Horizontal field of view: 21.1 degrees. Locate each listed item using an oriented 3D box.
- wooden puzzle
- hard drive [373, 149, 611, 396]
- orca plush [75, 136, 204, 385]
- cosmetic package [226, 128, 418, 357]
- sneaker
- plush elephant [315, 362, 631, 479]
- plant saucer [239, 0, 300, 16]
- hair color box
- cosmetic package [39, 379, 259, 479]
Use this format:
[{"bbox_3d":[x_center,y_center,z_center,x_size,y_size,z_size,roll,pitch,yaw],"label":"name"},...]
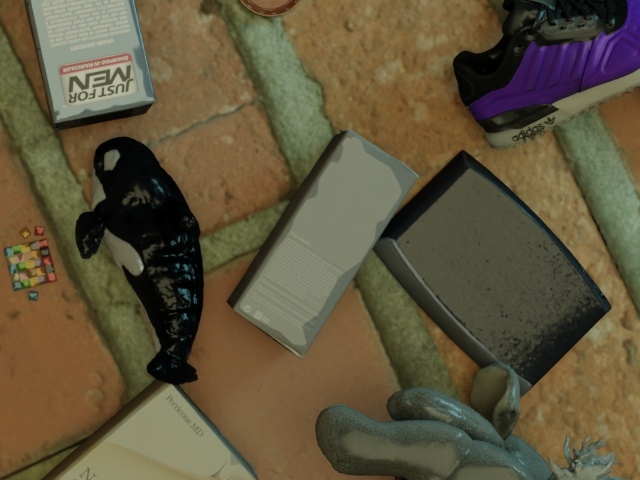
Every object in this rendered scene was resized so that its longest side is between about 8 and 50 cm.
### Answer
[{"bbox_3d":[-0.325,0.026,1.923,0.049,0.006,0.083,-14,93,-6],"label":"wooden puzzle"},{"bbox_3d":[0.198,0.039,1.957,0.172,0.054,0.254,-44,95,-3],"label":"hard drive"},{"bbox_3d":[-0.177,0.005,1.843,0.151,0.102,0.287,11,59,-28],"label":"orca plush"},{"bbox_3d":[0.000,0.000,1.899,0.107,0.127,0.238,36,89,-6],"label":"cosmetic package"},{"bbox_3d":[0.271,-0.221,1.870,0.293,0.102,0.146,-29,111,23],"label":"sneaker"},{"bbox_3d":[0.162,0.282,1.878,0.330,0.255,0.271,-15,84,2],"label":"plush elephant"},{"bbox_3d":[-0.057,-0.294,1.941,0.083,0.013,0.083,0,92,-7],"label":"plant saucer"},{"bbox_3d":[-0.271,-0.312,1.830,0.114,0.185,0.374,-12,93,-8],"label":"hair color box"},{"bbox_3d":[-0.233,0.305,1.888,0.309,0.113,0.160,-42,95,-3],"label":"cosmetic package"}]
